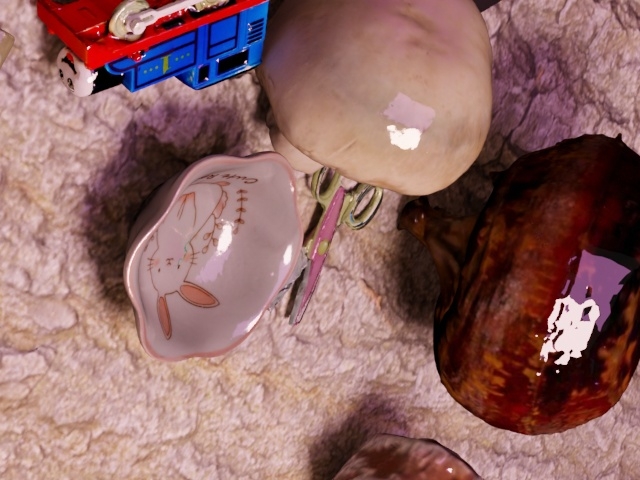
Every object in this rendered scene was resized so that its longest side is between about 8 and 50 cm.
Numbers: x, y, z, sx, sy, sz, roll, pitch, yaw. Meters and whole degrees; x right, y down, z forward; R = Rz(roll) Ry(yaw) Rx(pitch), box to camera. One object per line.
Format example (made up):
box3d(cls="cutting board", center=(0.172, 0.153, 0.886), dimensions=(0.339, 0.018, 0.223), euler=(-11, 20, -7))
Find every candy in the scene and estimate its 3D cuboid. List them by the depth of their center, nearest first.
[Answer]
box3d(cls="candy", center=(0.116, 0.337, 2.147), dimensions=(0.157, 0.214, 0.289), euler=(-49, 138, -28))

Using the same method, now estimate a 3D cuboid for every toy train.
box3d(cls="toy train", center=(-0.143, -0.189, 1.686), dimensions=(0.204, 0.083, 0.131), euler=(-25, 143, -31))

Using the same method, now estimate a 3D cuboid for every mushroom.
box3d(cls="mushroom", center=(0.041, -0.144, 1.835), dimensions=(0.260, 0.254, 0.234), euler=(-12, 154, -43))

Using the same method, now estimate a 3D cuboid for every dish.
box3d(cls="dish", center=(-0.120, 0.003, 1.827), dimensions=(0.229, 0.081, 0.229), euler=(-28, 131, -37))

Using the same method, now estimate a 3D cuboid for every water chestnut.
box3d(cls="water chestnut", center=(0.228, 0.031, 2.093), dimensions=(0.350, 0.302, 0.350), euler=(21, 90, -84))

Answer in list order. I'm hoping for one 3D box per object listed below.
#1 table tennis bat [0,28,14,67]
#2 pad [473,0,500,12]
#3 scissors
box3d(cls="table tennis bat", center=(-0.326, -0.069, 1.610), dimensions=(0.138, 0.022, 0.246), euler=(30, 88, -51))
box3d(cls="pad", center=(0.120, -0.304, 1.998), dimensions=(0.300, 0.005, 0.202), euler=(-34, 131, -33))
box3d(cls="scissors", center=(0.000, 0.000, 2.002), dimensions=(0.133, 0.020, 0.187), euler=(36, 79, -54))
